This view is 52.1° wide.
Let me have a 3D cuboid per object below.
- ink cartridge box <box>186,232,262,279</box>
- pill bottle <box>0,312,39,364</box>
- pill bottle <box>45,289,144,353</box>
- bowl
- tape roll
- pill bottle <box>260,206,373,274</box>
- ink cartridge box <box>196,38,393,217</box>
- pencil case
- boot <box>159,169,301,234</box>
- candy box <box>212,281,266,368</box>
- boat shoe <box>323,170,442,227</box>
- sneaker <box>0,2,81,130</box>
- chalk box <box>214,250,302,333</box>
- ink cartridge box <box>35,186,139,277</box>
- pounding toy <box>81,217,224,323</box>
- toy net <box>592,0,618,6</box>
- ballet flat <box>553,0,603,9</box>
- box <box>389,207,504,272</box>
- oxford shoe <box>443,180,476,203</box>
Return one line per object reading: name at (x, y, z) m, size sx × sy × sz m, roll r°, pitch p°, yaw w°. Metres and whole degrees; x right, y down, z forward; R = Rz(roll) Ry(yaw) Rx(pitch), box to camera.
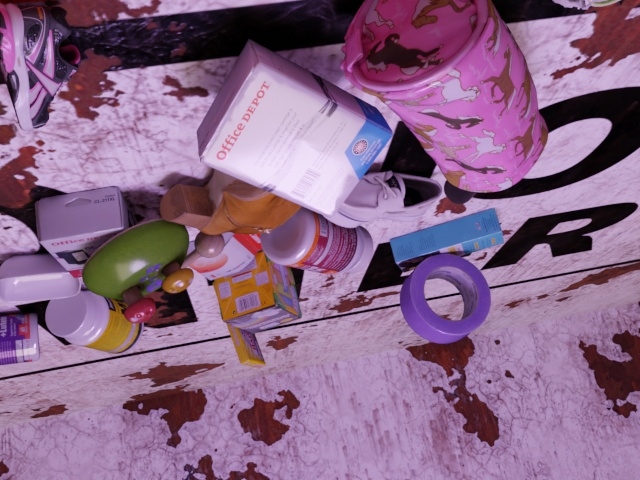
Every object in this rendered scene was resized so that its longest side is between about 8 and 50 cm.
ink cartridge box at (-0.168, 0.025, 1.311) m, size 0.179 × 0.045 × 0.145 m, roll -13°, pitch 160°, yaw 8°
pill bottle at (-0.708, 0.216, 1.399) m, size 0.193 × 0.108 × 0.108 m, roll -4°, pitch 158°, yaw -23°
pill bottle at (-0.482, 0.174, 1.406) m, size 0.119 × 0.119 × 0.208 m, roll -17°, pitch 160°, yaw 10°
bowl at (-0.514, 0.065, 1.195) m, size 0.142 × 0.053 × 0.142 m, roll -4°, pitch 157°, yaw -22°
tape roll at (0.279, 0.130, 1.468) m, size 0.189 × 0.189 × 0.080 m, roll -7°, pitch 159°, yaw -14°
pill bottle at (0.000, 0.000, 1.231) m, size 0.121 × 0.121 × 0.221 m, roll -25°, pitch 156°, yaw 31°
ink cartridge box at (-0.033, -0.129, 0.788) m, size 0.191 × 0.082 × 0.139 m, roll 23°, pitch 118°, yaw -27°
pencil case at (0.170, -0.177, 0.814) m, size 0.160 × 0.167 × 0.386 m, roll -54°, pitch 149°, yaw 7°
boot at (-0.084, -0.083, 1.018) m, size 0.295 × 0.104 × 0.211 m, roll -22°, pitch 164°, yaw 33°
candy box at (-0.187, 0.193, 1.508) m, size 0.027 × 0.206 × 0.105 m, roll -28°, pitch 158°, yaw 11°
boat shoe at (0.108, -0.079, 1.130) m, size 0.267 × 0.096 × 0.088 m, roll 4°, pitch 150°, yaw -40°
sneaker at (-0.286, -0.175, 0.678) m, size 0.077 × 0.072 × 0.178 m, roll -16°, pitch 168°, yaw -23°
chalk box at (-0.130, 0.122, 1.467) m, size 0.132 × 0.132 × 0.213 m, roll -18°, pitch 160°, yaw 11°
ink cartridge box at (-0.366, -0.009, 1.058) m, size 0.127 × 0.072 × 0.175 m, roll -10°, pitch 160°, yaw -6°
pounding toy at (-0.260, 0.061, 1.071) m, size 0.183 × 0.110 × 0.237 m, roll -41°, pitch 162°, yaw 21°
toy net at (0.246, -0.300, 0.692) m, size 0.232 × 0.045 × 0.122 m, roll -9°, pitch 160°, yaw -10°
ballet flat at (0.350, -0.352, 0.532) m, size 0.409 × 0.147 × 0.147 m, roll -30°, pitch 154°, yaw 34°
box at (0.290, 0.003, 1.500) m, size 0.244 × 0.060 × 0.100 m, roll -18°, pitch 159°, yaw 13°
oxford shoe at (0.300, -0.146, 1.131) m, size 0.076 × 0.076 × 0.212 m, roll -35°, pitch 176°, yaw -41°
